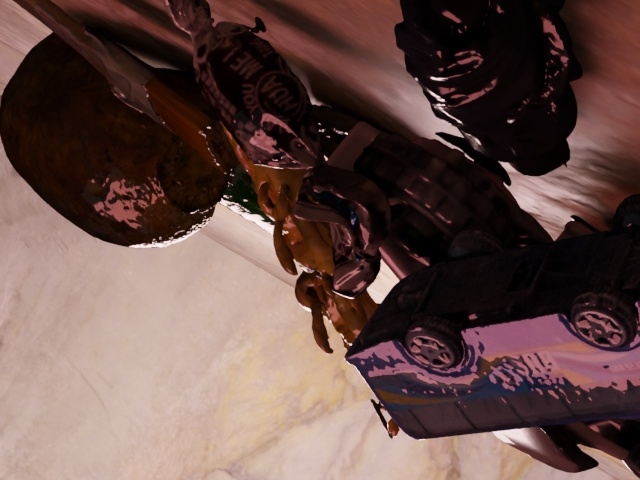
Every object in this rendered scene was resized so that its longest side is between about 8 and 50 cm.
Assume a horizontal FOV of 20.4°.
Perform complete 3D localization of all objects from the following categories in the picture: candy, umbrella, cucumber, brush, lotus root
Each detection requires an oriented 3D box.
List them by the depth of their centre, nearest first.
[{"bbox_3d":[0.081,-0.059,0.745,0.071,0.071,0.248,29,173,17],"label":"umbrella"},{"bbox_3d":[-0.032,-0.068,1.010,0.226,0.051,0.094,57,164,12],"label":"candy"},{"bbox_3d":[-0.190,-0.157,1.278,0.336,0.020,0.085,39,170,23],"label":"brush"},{"bbox_3d":[-0.167,-0.082,1.433,0.160,0.152,0.275,45,166,-32],"label":"lotus root"},{"bbox_3d":[-0.064,-0.045,1.714,0.056,0.056,0.250,26,176,38],"label":"cucumber"}]

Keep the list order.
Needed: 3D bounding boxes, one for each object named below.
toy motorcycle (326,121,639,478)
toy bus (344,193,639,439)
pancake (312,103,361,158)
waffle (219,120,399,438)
[{"bbox_3d":[0.123,0.044,1.090,0.327,0.143,0.188,41,170,-24],"label":"toy motorcycle"},{"bbox_3d":[0.124,0.043,0.903,0.236,0.079,0.094,-12,127,43],"label":"toy bus"},{"bbox_3d":[0.038,-0.059,1.227,0.116,0.023,0.129,30,170,3],"label":"pancake"},{"bbox_3d":[0.003,-0.002,1.209,0.281,0.060,0.262,60,-176,2],"label":"waffle"}]
